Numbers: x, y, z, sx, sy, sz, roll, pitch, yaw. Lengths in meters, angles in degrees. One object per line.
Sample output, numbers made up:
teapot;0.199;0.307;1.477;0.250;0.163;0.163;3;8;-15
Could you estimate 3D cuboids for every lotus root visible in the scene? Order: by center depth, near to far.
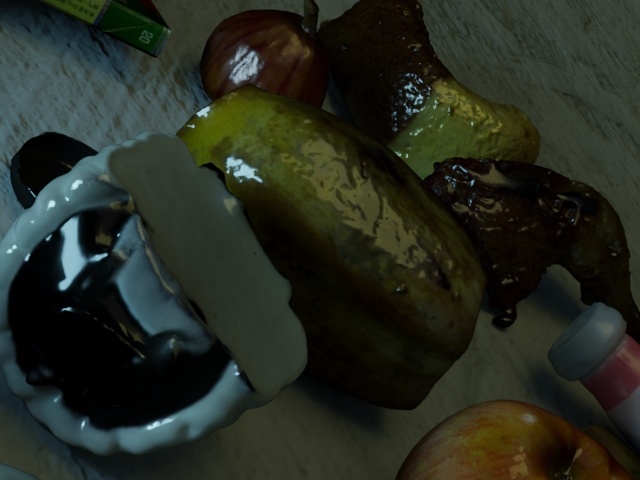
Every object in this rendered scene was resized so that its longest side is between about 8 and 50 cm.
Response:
lotus root;0.005;-0.006;1.432;0.291;0.193;0.193;41;29;-7

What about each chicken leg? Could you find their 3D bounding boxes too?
chicken leg;0.226;0.012;1.741;0.322;0.083;0.177;18;69;-34

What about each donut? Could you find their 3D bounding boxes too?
donut;0.101;-0.147;1.805;0.295;0.112;0.151;46;27;11

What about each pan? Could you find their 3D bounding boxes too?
pan;-0.163;-0.045;1.425;0.212;0.040;0.115;-15;60;-50

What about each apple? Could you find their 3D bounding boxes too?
apple;0.151;0.220;1.317;0.209;0.164;0.209;29;31;-19

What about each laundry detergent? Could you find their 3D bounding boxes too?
laundry detergent;0.353;0.196;1.635;0.335;0.088;0.159;43;-3;-1

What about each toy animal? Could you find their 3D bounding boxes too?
toy animal;-0.127;0.043;1.237;0.208;0.156;0.204;58;26;-4

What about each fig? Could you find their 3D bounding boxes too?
fig;-0.049;-0.173;1.651;0.128;0.150;0.128;9;8;-1

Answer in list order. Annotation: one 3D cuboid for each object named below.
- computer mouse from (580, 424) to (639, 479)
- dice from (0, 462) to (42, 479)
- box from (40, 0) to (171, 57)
computer mouse;0.244;0.230;1.528;0.126;0.056;0.245;50;32;16
dice;-0.198;0.232;0.856;0.193;0.194;0.192;0;50;-52
box;-0.250;-0.244;1.561;0.235;0.034;0.132;24;17;-30
